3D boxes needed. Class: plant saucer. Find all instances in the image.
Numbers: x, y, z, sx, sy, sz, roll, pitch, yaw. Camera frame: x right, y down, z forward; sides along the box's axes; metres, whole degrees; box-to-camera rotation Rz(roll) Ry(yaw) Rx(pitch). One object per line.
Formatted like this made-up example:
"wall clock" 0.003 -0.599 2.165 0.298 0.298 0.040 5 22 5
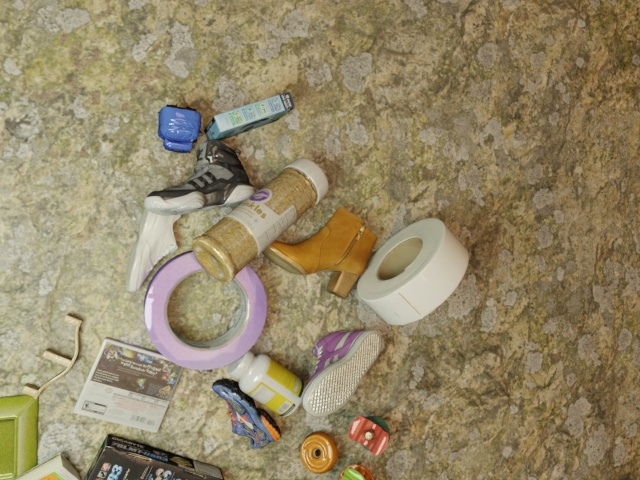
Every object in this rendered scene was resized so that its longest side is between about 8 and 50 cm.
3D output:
"plant saucer" -0.694 0.424 0.967 0.189 0.045 0.188 1 90 -21

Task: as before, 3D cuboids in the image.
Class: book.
"book" -0.599 0.525 0.993 0.144 0.035 0.096 -26 132 -20

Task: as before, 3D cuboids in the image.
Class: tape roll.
"tape roll" -0.270 0.157 1.107 0.275 0.090 0.274 0 90 -22
"tape roll" 0.229 0.077 1.196 0.100 0.286 0.286 45 75 -16

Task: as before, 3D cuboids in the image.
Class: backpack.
"backpack" -0.316 -0.253 1.066 0.098 0.120 0.101 -1 91 -22

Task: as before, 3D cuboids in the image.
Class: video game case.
"video game case" -0.435 0.334 1.081 0.191 0.022 0.173 23 83 -19

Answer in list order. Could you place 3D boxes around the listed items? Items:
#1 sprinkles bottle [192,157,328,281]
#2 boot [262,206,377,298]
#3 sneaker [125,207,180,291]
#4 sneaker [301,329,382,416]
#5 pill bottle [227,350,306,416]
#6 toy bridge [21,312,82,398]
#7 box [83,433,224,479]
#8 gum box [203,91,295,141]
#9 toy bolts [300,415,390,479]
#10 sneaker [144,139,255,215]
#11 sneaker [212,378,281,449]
"sprinkles bottle" -0.128 -0.056 1.089 0.355 0.121 0.121 -45 106 -34
"boot" 0.001 0.000 1.214 0.295 0.104 0.211 31 74 -24
"sneaker" -0.377 0.021 1.075 0.094 0.080 0.212 20 82 -32
"sneaker" 0.019 0.322 1.173 0.282 0.161 0.102 -34 111 -43
"pill bottle" -0.133 0.344 1.155 0.184 0.103 0.103 40 77 -17
"toy bridge" -0.570 0.257 1.024 0.063 0.026 0.188 30 80 -20
"box" -0.414 0.631 1.065 0.294 0.073 0.295 27 81 -19
"gum box" -0.170 -0.285 1.104 0.185 0.157 0.041 -25 100 -20
"toy bolts" 0.084 0.559 1.253 0.218 0.158 0.228 33 85 24
"sneaker" -0.283 -0.146 1.079 0.269 0.101 0.152 -14 90 -40
"sneaker" -0.191 0.429 1.148 0.087 0.083 0.221 -41 101 -8
